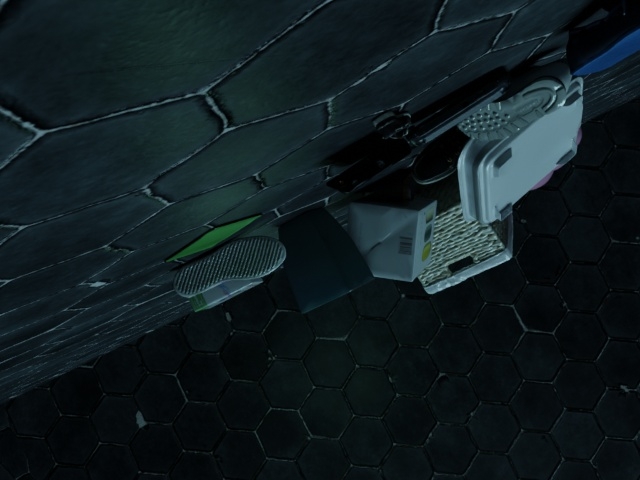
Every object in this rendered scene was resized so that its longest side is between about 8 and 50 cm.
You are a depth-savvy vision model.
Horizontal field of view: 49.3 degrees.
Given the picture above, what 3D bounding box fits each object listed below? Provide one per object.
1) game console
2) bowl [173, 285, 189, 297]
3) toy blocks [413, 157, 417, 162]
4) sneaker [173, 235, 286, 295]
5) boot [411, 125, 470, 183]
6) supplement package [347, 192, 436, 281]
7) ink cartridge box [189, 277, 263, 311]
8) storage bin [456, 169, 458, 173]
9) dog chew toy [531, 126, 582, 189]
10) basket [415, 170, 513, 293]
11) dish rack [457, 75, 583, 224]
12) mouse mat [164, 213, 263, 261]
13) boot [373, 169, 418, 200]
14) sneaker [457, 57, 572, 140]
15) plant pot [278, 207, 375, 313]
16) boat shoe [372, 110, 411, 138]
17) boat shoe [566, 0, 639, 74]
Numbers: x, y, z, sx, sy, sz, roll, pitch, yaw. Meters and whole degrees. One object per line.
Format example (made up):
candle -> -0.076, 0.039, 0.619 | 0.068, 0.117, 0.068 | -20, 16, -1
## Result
game console -> 0.180, -0.190, 1.248 | 0.361, 0.044, 0.213 | -31, -177, 20
bowl -> -0.345, 0.119, 2.003 | 0.142, 0.053, 0.142 | -22, 174, -27
toy blocks -> 0.275, -0.201, 1.719 | 0.123, 0.054, 0.148 | -29, 175, 32
sneaker -> -0.211, 0.051, 1.713 | 0.282, 0.102, 0.161 | -16, -179, 8
boot -> 0.293, -0.211, 1.497 | 0.236, 0.085, 0.178 | -33, 173, 9
supplement package -> 0.204, -0.018, 1.988 | 0.198, 0.199, 0.263 | 8, -168, 18
ink cartridge box -> -0.307, 0.140, 2.230 | 0.212, 0.093, 0.154 | -28, 175, 5
storage bin -> 0.392, -0.206, 1.652 | 0.122, 0.084, 0.180 | -28, -157, 29
dog chew toy -> 0.745, -0.308, 2.357 | 0.207, 0.206, 0.332 | -23, 167, -33
basket -> 0.440, -0.055, 2.338 | 0.328, 0.266, 0.331 | -28, -155, 30
dish rack -> 0.436, -0.186, 1.469 | 0.333, 0.072, 0.285 | -40, 146, -11
mouse mat -> -0.224, -0.006, 1.461 | 0.190, 0.007, 0.152 | -30, 174, 38
boot -> 0.216, -0.160, 1.953 | 0.106, 0.082, 0.219 | 0, -166, 15
sneaker -> 0.352, -0.258, 1.281 | 0.235, 0.090, 0.095 | -14, -140, 45
plant pot -> 0.000, 0.043, 1.849 | 0.166, 0.234, 0.165 | -27, 176, 27
boat shoe -> 0.121, -0.181, 1.113 | 0.046, 0.038, 0.125 | -29, 175, 21
boat shoe -> 0.430, -0.317, 0.992 | 0.109, 0.089, 0.258 | -10, 175, -25
